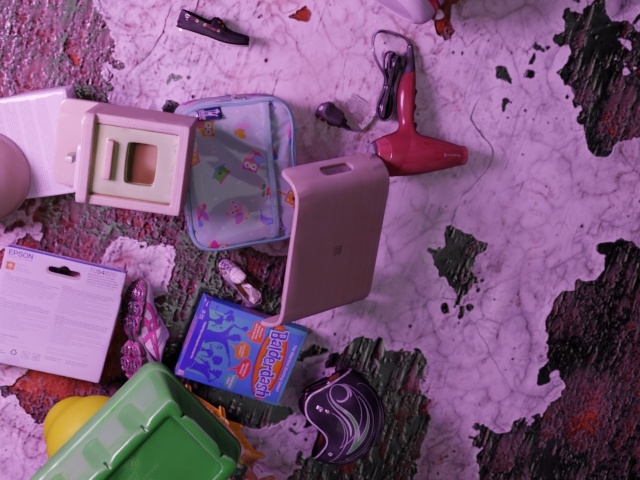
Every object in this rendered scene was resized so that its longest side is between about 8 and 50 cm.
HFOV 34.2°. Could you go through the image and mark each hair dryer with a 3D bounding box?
[{"bbox_3d":[0.159,-0.224,1.920,0.293,0.080,0.223,40,91,-18],"label":"hair dryer"}]

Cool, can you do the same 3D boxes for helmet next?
[{"bbox_3d":[0.041,0.342,1.987,0.169,0.169,0.161,-29,91,-5],"label":"helmet"}]

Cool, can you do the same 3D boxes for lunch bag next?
[{"bbox_3d":[-0.144,-0.129,1.859,0.224,0.108,0.279,-8,105,-11],"label":"lunch bag"}]

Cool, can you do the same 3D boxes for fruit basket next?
[{"bbox_3d":[-0.351,0.397,1.799,0.392,0.392,0.283,-42,102,0],"label":"fruit basket"}]

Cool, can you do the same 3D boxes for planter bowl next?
[{"bbox_3d":[-0.583,-0.098,1.747,0.162,0.109,0.162,1,107,2],"label":"planter bowl"}]

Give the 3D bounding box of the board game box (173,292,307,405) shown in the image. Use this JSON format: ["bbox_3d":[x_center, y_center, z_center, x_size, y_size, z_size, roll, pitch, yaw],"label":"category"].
[{"bbox_3d":[-0.151,0.208,1.970,0.210,0.047,0.160,19,98,-17],"label":"board game box"}]

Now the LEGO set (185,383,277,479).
[{"bbox_3d":[-0.211,0.384,1.955,0.287,0.132,0.107,40,98,4],"label":"LEGO set"}]

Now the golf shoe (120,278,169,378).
[{"bbox_3d":[-0.322,0.160,1.920,0.086,0.067,0.186,-5,101,-44],"label":"golf shoe"}]

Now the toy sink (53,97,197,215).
[{"bbox_3d":[-0.333,-0.139,1.715,0.234,0.131,0.152,9,104,-3],"label":"toy sink"}]

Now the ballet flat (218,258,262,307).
[{"bbox_3d":[-0.145,0.079,1.944,0.041,0.041,0.114,-37,109,-2],"label":"ballet flat"}]

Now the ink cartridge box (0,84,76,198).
[{"bbox_3d":[-0.522,-0.163,1.807,0.225,0.056,0.181,-7,105,7],"label":"ink cartridge box"}]

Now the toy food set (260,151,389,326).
[{"bbox_3d":[0.000,0.000,1.877,0.220,0.092,0.306,-14,122,-40],"label":"toy food set"}]

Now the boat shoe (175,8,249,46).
[{"bbox_3d":[-0.186,-0.370,1.823,0.133,0.049,0.042,15,107,-11],"label":"boat shoe"}]

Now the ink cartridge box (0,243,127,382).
[{"bbox_3d":[-0.480,0.129,1.876,0.223,0.045,0.224,15,101,-13],"label":"ink cartridge box"}]

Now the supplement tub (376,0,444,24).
[{"bbox_3d":[0.185,-0.531,1.793,0.191,0.191,0.272,36,93,-18],"label":"supplement tub"}]
